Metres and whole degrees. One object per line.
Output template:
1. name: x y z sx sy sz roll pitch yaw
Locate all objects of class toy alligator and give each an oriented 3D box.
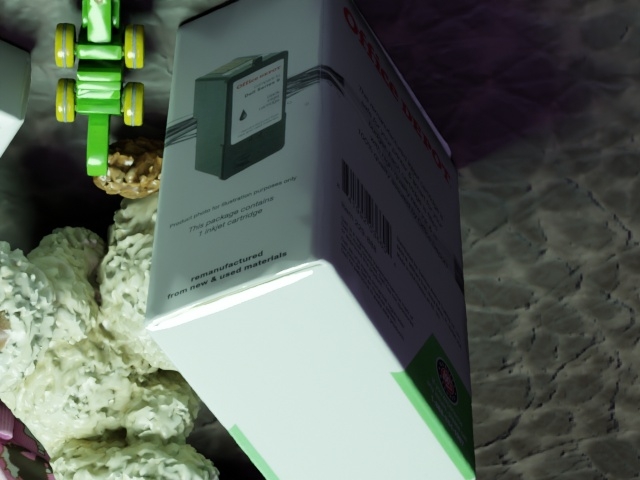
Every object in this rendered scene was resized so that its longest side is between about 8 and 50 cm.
1. toy alligator: -0.142 -0.136 1.269 0.056 0.051 0.189 1 113 -3

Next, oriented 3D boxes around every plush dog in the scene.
1. plush dog: -0.122 0.053 1.368 0.225 0.210 0.262 -36 108 4

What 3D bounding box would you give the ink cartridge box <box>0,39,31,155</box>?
1. ink cartridge box: -0.298 -0.064 1.302 0.140 0.082 0.190 25 127 -21

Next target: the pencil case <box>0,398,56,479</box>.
1. pencil case: -0.339 0.261 1.534 0.386 0.167 0.160 -34 154 23

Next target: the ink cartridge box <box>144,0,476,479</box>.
1. ink cartridge box: 0.000 0.000 1.236 0.122 0.289 0.211 -21 128 19
